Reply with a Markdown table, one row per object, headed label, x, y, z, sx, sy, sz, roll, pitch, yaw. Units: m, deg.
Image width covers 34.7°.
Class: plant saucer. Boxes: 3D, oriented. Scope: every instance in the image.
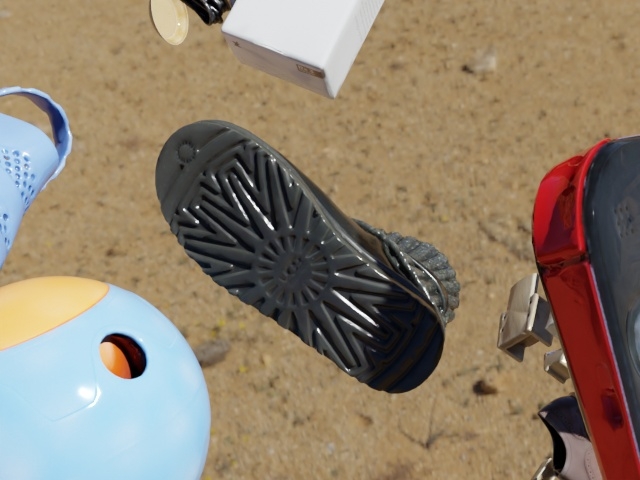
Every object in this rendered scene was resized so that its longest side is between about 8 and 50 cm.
| label | x | y | z | sx | sy | sz | roll | pitch | yaw |
| --- | --- | --- | --- | --- | --- | --- | --- | --- | --- |
| plant saucer | -0.206 | -0.302 | 1.368 | 0.015 | 0.083 | 0.083 | -5 | 37 | 28 |

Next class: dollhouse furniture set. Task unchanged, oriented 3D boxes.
| label | x | y | z | sx | sy | sz | roll | pitch | yaw |
| --- | --- | --- | --- | --- | --- | --- | --- | --- | --- |
| dollhouse furniture set | 0.369 | 0.414 | 1.735 | 0.114 | 0.091 | 0.081 | -50 | 21 | -17 |
| dollhouse furniture set | 0.477 | 0.106 | 1.514 | 0.286 | 0.303 | 0.198 | -39 | 22 | 44 |

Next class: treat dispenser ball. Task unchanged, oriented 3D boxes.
| label | x | y | z | sx | sy | sz | roll | pitch | yaw |
| --- | --- | --- | --- | --- | --- | --- | --- | --- | --- |
| treat dispenser ball | -0.249 | 0.176 | 0.979 | 0.288 | 0.288 | 0.288 | -9 | 37 | 7 |

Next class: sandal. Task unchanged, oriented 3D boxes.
| label | x | y | z | sx | sy | sz | roll | pitch | yaw |
| --- | --- | --- | --- | --- | --- | --- | --- | --- | --- |
| sandal | -0.279 | -0.054 | 0.841 | 0.138 | 0.126 | 0.317 | -24 | 28 | 0 |

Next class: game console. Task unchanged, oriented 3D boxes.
| label | x | y | z | sx | sy | sz | roll | pitch | yaw |
| --- | --- | --- | --- | --- | --- | --- | --- | --- | --- |
| game console | 0.301 | 0.084 | 0.718 | 0.387 | 0.342 | 0.060 | -13 | -6 | -45 |

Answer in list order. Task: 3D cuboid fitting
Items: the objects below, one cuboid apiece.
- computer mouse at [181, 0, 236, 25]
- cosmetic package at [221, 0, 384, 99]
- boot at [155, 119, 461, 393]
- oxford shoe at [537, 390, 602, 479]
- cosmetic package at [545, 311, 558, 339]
| label | x | y | z | sx | sy | sz | roll | pitch | yaw |
| --- | --- | --- | --- | --- | --- | --- | --- | --- | --- |
| computer mouse | -0.174 | -0.282 | 1.084 | 0.184 | 0.060 | 0.262 | 28 | 0 | -1 |
| cosmetic package | 0.007 | -0.271 | 1.034 | 0.117 | 0.085 | 0.231 | 25 | 80 | 16 |
| boot | -0.002 | 0.004 | 1.072 | 0.131 | 0.348 | 0.260 | -45 | 2 | 16 |
| oxford shoe | 0.418 | 0.374 | 1.612 | 0.098 | 0.271 | 0.097 | -19 | -5 | -9 |
| cosmetic package | 0.335 | 0.116 | 1.254 | 0.041 | 0.115 | 0.060 | -41 | 14 | 47 |
